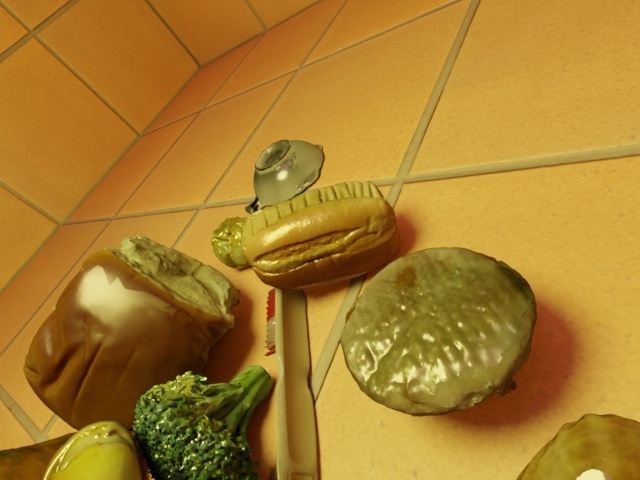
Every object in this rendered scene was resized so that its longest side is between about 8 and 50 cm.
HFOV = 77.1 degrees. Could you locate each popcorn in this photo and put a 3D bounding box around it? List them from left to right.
[{"bbox_3d":[-0.169,-0.002,0.825,0.120,0.106,0.116,8,68,47],"label":"popcorn"}]

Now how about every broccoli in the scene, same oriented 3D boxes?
[{"bbox_3d":[-0.137,0.245,0.535,0.219,0.194,0.194,-41,28,43],"label":"broccoli"}]

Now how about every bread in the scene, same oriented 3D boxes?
[{"bbox_3d":[-0.234,0.304,0.408,0.104,0.214,0.213,-6,22,-30],"label":"bread"},{"bbox_3d":[-0.293,0.156,0.651,0.279,0.250,0.225,-60,3,1],"label":"bread"},{"bbox_3d":[0.000,0.000,0.611,0.236,0.140,0.106,-17,38,6],"label":"bread"}]

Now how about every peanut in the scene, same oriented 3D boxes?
[{"bbox_3d":[0.174,0.228,0.279,0.226,0.095,0.108,-57,0,-11],"label":"peanut"}]

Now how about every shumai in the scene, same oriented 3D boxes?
[{"bbox_3d":[0.127,0.101,0.430,0.201,0.120,0.201,-24,37,19],"label":"shumai"}]

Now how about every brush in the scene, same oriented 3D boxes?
[{"bbox_3d":[-0.048,0.182,0.563,0.050,0.060,0.321,-40,33,23],"label":"brush"}]

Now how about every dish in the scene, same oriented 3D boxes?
[{"bbox_3d":[-0.104,-0.169,0.961,0.246,0.078,0.224,-46,37,-6],"label":"dish"}]

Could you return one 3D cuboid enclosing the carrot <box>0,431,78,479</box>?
[{"bbox_3d":[-0.403,0.397,0.534,0.241,0.340,0.242,-6,77,25],"label":"carrot"}]
